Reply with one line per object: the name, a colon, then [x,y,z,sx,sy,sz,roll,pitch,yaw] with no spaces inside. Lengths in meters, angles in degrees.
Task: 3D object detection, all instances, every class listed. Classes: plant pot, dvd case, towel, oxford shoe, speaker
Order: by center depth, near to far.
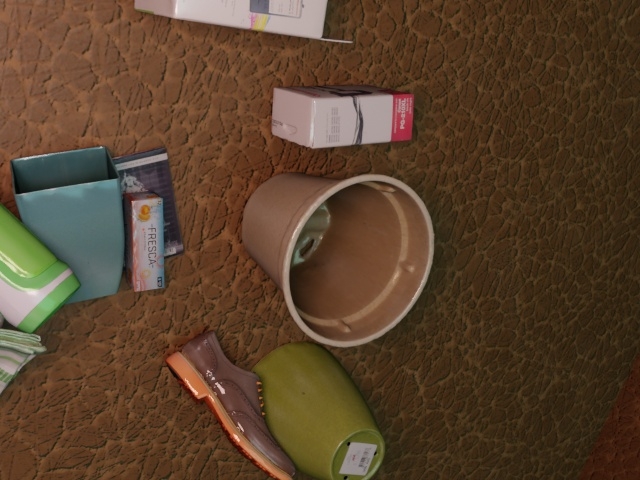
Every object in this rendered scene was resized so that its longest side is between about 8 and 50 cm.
speaker: [-0.515,0.004,1.187,0.296,0.131,0.131,45,79,-8]
towel: [-0.623,0.213,1.267,0.248,0.325,0.038,16,53,-34]
plant pot: [-0.431,-0.019,1.354,0.166,0.165,0.234,-11,120,-19]
dvd case: [-0.357,-0.056,1.480,0.165,0.018,0.221,-17,116,-25]
plant pot: [0.000,0.000,1.547,0.334,0.305,0.333,-11,112,-29]
oxford shoe: [-0.156,0.345,1.597,0.133,0.130,0.363,-40,90,-20]
plant pot: [0.005,0.403,1.697,0.275,0.293,0.274,-11,112,-29]

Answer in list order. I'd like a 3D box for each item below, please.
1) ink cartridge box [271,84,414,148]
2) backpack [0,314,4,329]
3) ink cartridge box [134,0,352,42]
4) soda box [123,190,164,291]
ink cartridge box: [0.042,-0.255,1.567,0.237,0.172,0.100,-9,110,-29]
backpack: [-0.594,0.084,1.274,0.166,0.188,0.144,25,92,-35]
ink cartridge box: [-0.126,-0.436,1.377,0.354,0.207,0.119,-1,108,-33]
soda box: [-0.334,0.001,1.467,0.063,0.058,0.183,-7,112,-29]
